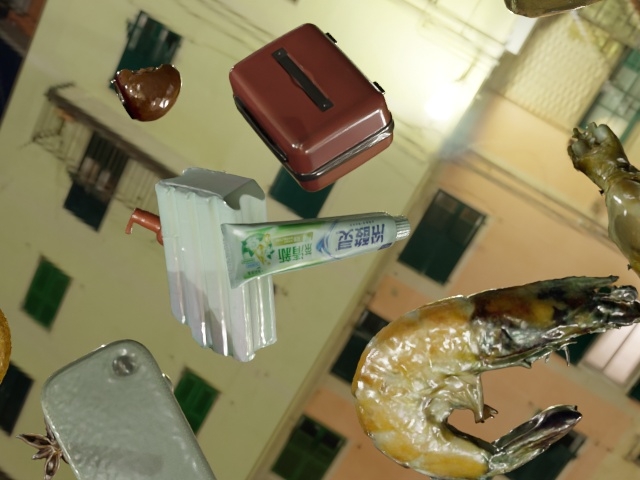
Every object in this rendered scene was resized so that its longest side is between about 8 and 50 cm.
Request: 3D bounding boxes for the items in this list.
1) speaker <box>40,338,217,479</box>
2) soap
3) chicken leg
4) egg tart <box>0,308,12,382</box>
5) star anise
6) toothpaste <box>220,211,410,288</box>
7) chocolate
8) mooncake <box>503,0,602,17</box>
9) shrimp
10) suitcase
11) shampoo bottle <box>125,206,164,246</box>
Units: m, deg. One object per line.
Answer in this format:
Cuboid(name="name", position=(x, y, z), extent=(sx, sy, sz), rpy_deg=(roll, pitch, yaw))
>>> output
Cuboid(name="speaker", position=(-0.259, 0.359, 1.521), extent=(0.406, 0.183, 0.184), rpy_deg=(61, 170, 5))
Cuboid(name="soap", position=(-0.167, 0.037, 1.627), extent=(0.173, 0.290, 0.095), rpy_deg=(14, -151, 34))
Cuboid(name="chicken leg", position=(0.500, -0.069, 1.554), extent=(0.152, 0.201, 0.429), rpy_deg=(-17, -147, -1))
Cuboid(name="egg tart", position=(-0.547, 0.145, 1.362), extent=(0.215, 0.215, 0.171), rpy_deg=(9, -177, -38))
Cuboid(name="star anise", position=(-0.460, 0.363, 1.770), extent=(0.129, 0.056, 0.124), rpy_deg=(-31, -94, -20))
Cuboid(name="toothpaste", position=(0.000, 0.000, 1.197), extent=(0.297, 0.075, 0.048), rpy_deg=(-10, -178, -43))
Cuboid(name="chocolate", position=(-0.354, -0.320, 2.070), extent=(0.127, 0.133, 0.124), rpy_deg=(59, -173, -20))
Cuboid(name="mooncake", position=(0.290, -0.436, 1.291), extent=(0.155, 0.284, 0.284), rpy_deg=(-13, -154, 7))
Cuboid(name="shrimp", position=(0.265, 0.181, 1.314), extent=(0.085, 0.445, 0.272), rpy_deg=(-95, -15, -76))
Cuboid(name="suitcase", position=(-0.020, -0.257, 1.891), extent=(0.297, 0.236, 0.161), rpy_deg=(51, 170, 33))
Cuboid(name="shampoo bottle", position=(-0.299, -0.008, 2.160), extent=(0.244, 0.085, 0.085), rpy_deg=(23, -155, -12))
